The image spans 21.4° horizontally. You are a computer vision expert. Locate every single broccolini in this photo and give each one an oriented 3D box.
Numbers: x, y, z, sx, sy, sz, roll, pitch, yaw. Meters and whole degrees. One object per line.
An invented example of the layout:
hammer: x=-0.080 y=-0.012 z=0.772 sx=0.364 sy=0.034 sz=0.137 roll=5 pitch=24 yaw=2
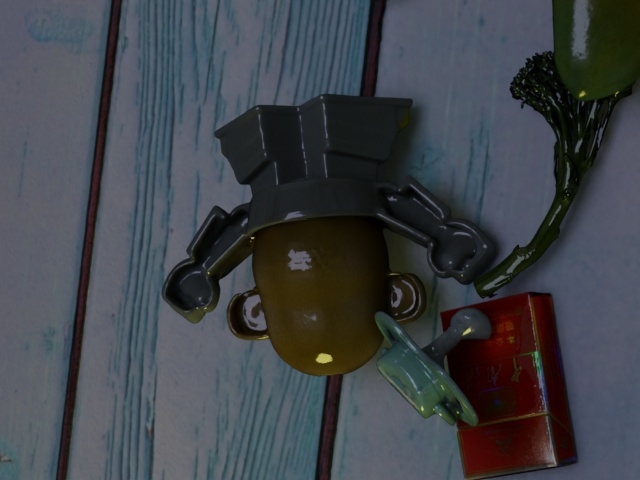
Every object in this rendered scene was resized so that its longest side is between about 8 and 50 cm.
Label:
broccolini: x=0.204 y=-0.073 z=1.685 sx=0.123 sy=0.062 sz=0.271 roll=34 pitch=101 yaw=38

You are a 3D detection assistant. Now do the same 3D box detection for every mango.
mango: x=0.283 y=-0.250 z=1.612 sx=0.091 sy=0.137 sz=0.237 roll=156 pitch=113 yaw=-80

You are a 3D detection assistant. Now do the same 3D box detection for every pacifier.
pacifier: x=0.122 y=0.116 z=1.673 sx=0.116 sy=0.127 sz=0.150 roll=-40 pitch=55 yaw=-12

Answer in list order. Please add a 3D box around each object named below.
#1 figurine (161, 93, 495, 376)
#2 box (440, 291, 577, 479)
figurine: x=-0.001 y=0.000 z=1.777 sx=0.342 sy=0.167 sz=0.285 roll=-15 pitch=76 yaw=35
box: x=0.186 y=0.147 z=1.697 sx=0.112 sy=0.048 sz=0.175 roll=-16 pitch=77 yaw=34
